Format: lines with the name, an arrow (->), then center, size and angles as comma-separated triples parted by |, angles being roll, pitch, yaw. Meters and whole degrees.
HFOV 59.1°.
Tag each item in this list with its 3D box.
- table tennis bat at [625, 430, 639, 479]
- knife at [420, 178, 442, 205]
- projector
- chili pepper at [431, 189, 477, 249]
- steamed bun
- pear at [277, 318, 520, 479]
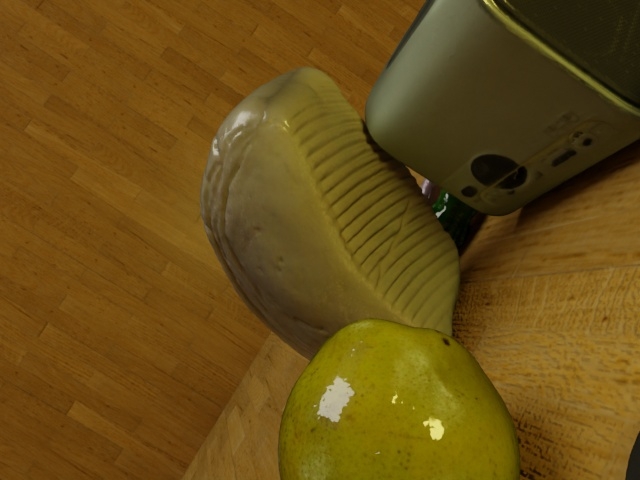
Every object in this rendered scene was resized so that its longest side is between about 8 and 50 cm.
table tennis bat -> 0.236, 0.062, 0.271 | 0.247, 0.022, 0.138 | -58, 6, 7
knife -> 0.253, -0.197, 0.989 | 0.038, 0.132, 0.399 | 8, 68, 52
projector -> 0.226, -0.206, 0.643 | 0.248, 0.248, 0.249 | -60, 7, -26
chili pepper -> 0.169, 0.003, 0.873 | 0.257, 0.074, 0.100 | -56, 6, 22
steamed bun -> -0.005, -0.001, 0.723 | 0.236, 0.384, 0.247 | -27, 20, 33
pear -> 0.059, 0.162, 0.438 | 0.198, 0.198, 0.198 | -56, 6, 9
